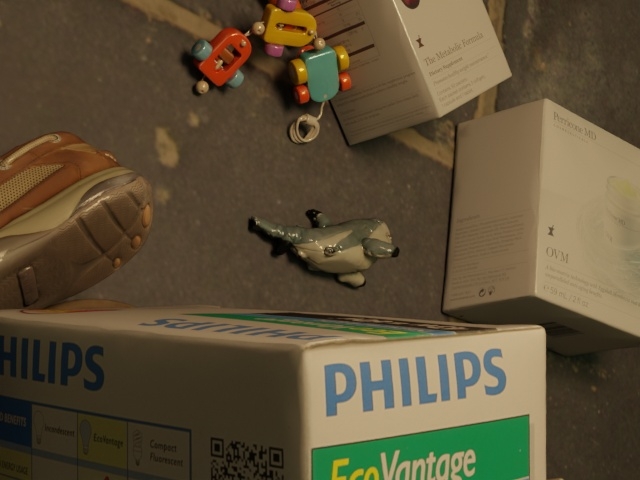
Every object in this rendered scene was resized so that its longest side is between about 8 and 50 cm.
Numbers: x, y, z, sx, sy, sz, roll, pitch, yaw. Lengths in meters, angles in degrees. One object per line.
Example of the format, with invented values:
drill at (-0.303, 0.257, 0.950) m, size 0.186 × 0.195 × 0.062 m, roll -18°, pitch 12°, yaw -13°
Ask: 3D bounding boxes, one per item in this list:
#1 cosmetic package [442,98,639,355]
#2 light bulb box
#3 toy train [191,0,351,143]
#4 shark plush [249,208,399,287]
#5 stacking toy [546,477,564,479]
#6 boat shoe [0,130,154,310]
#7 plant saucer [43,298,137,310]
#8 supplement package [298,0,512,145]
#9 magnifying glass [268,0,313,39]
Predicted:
cosmetic package at (0.266, -0.009, 1.408) m, size 0.224 × 0.138 × 0.224 m, roll 20°, pitch 67°, yaw -38°
light bulb box at (-0.051, 0.229, 0.852) m, size 0.225 × 0.358 × 0.361 m, roll 0°, pitch 91°, yaw -45°
toy train at (-0.048, -0.171, 1.217) m, size 0.125 × 0.046 × 0.166 m, roll -50°, pitch 131°, yaw 7°
shark plush at (0.000, 0.000, 1.244) m, size 0.161 × 0.073 × 0.067 m, roll 2°, pitch 58°, yaw -21°
stacking toy at (0.356, 0.423, 1.400) m, size 0.309 × 0.130 × 0.279 m, roll 29°, pitch 63°, yaw -35°
boat shoe at (-0.281, 0.019, 0.936) m, size 0.324 × 0.123 × 0.116 m, roll -30°, pitch 62°, yaw -30°
plant saucer at (-0.186, 0.187, 1.023) m, size 0.278 × 0.041 × 0.278 m, roll 11°, pitch 73°, yaw -41°
supplement package at (0.066, -0.243, 1.278) m, size 0.139 × 0.134 × 0.244 m, roll -33°, pitch 103°, yaw -42°
magnifying glass at (-0.063, -0.294, 1.217) m, size 0.026 × 0.092 × 0.231 m, roll -47°, pitch 123°, yaw -42°
